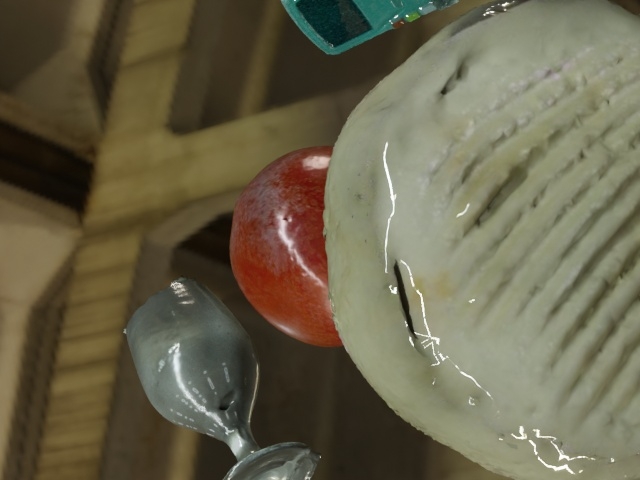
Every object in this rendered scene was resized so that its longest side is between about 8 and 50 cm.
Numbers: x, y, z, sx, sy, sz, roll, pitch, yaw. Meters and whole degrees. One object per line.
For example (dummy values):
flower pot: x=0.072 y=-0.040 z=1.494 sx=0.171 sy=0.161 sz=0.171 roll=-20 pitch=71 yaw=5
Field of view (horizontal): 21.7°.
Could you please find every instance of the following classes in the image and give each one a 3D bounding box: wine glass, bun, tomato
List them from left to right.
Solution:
wine glass: x=-0.107 y=0.159 z=1.696 sx=0.126 sy=0.126 sz=0.241 roll=27 pitch=-157 yaw=-52
tomato: x=0.000 y=0.000 z=1.404 sx=0.167 sy=0.167 sz=0.167 roll=28 pitch=-124 yaw=-51
bun: x=0.109 y=0.001 z=0.771 sx=0.239 sy=0.141 sz=0.239 roll=6 pitch=-108 yaw=-17

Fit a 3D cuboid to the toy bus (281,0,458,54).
toy bus: x=0.004 y=-0.293 z=1.348 sx=0.128 sy=0.147 sz=0.256 roll=43 pitch=-155 yaw=-61
